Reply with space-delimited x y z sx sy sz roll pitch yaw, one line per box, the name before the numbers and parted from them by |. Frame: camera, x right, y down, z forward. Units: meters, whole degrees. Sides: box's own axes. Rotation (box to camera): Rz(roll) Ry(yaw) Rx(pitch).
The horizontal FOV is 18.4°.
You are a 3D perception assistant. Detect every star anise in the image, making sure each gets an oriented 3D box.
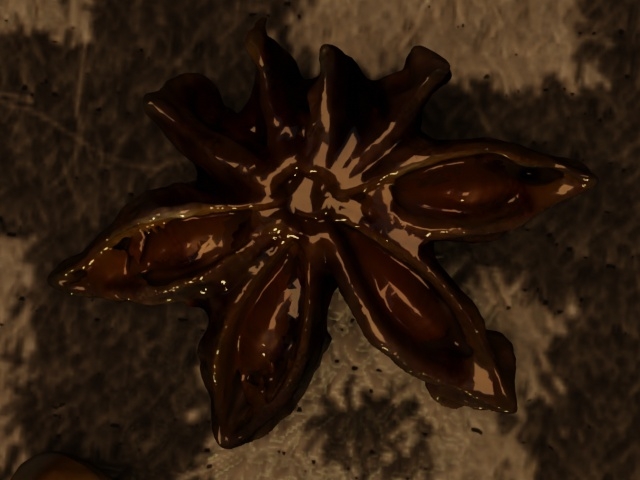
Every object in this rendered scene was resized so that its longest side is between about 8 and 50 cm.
star anise | 0.007 0.002 0.928 0.220 0.099 0.214 30 109 1

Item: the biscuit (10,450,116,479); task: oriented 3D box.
biscuit | -0.076 0.257 0.915 0.291 0.062 0.237 27 96 32
